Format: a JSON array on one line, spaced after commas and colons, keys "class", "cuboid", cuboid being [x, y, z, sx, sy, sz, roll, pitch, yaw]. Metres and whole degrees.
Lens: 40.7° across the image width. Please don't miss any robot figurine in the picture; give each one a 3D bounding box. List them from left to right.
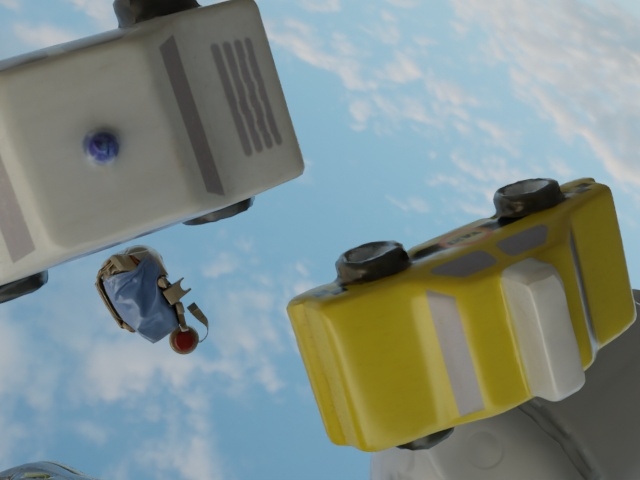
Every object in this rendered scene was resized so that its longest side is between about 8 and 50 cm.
[{"class": "robot figurine", "cuboid": [0.181, 0.169, 0.697, 0.353, 0.199, 0.300, -26, -118, -37]}]

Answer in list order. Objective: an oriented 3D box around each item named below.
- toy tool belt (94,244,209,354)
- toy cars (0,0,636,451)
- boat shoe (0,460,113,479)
[{"class": "toy tool belt", "cuboid": [-0.105, 0.041, 0.543, 0.083, 0.052, 0.051, 54, 173, -9]}, {"class": "toy cars", "cuboid": [0.000, 0.000, 0.371, 0.394, 0.176, 0.087, 22, 177, -24]}, {"class": "boat shoe", "cuboid": [-0.217, 0.214, 0.668, 0.069, 0.228, 0.081, 18, -111, -52]}]
